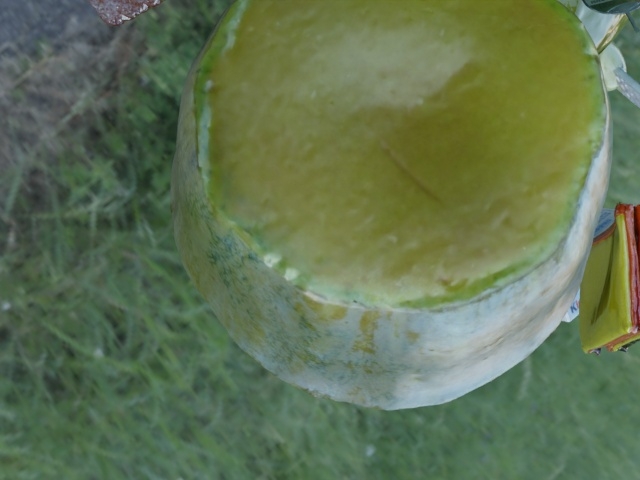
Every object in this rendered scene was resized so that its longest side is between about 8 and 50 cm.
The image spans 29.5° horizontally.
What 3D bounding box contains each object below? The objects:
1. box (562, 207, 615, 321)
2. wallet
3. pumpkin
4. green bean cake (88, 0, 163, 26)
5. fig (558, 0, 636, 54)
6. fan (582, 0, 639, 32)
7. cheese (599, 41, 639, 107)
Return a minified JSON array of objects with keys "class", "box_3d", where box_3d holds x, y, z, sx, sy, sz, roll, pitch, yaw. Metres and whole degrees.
[{"class":"box","box_3d":[0.387,0.028,2.000,0.273,0.265,0.048,-34,115,-29]},{"class":"wallet","box_3d":[0.332,0.046,1.326,0.067,0.141,0.241,0,170,3]},{"class":"pumpkin","box_3d":[0.042,-0.063,0.864,0.332,0.332,0.199,-37,161,-8]},{"class":"green bean cake","box_3d":[-0.233,-0.331,1.418,0.135,0.135,0.056,54,43,-21]},{"class":"fig","box_3d":[0.166,-0.325,1.231,0.343,0.343,0.343,-25,139,-23]},{"class":"fan","box_3d":[0.275,-0.217,1.089,0.060,0.080,0.003,-37,139,-14]},{"class":"cheese","box_3d":[0.382,-0.230,1.617,0.050,0.255,0.127,-37,144,-5]}]
